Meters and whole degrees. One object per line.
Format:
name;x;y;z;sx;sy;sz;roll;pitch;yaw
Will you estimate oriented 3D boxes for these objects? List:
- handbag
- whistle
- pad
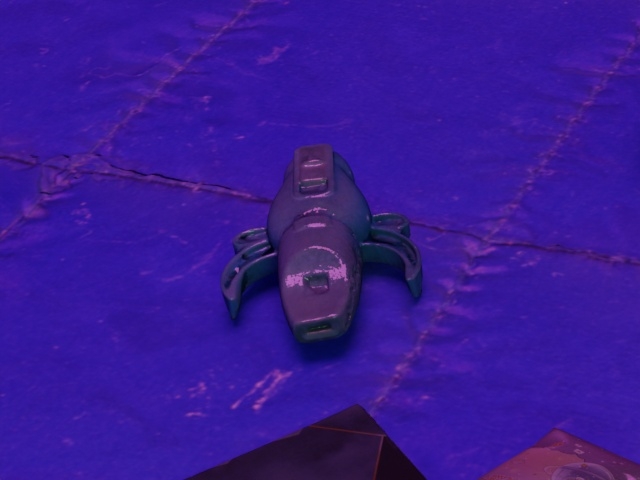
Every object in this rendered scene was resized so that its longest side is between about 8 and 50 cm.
handbag;0.158;0.214;1.423;0.173;0.095;0.117;-24;29;-34
whistle;0.000;0.000;1.793;0.186;0.093;0.274;-7;36;5
pad;-0.038;0.217;1.545;0.243;0.004;0.163;-23;34;-17
